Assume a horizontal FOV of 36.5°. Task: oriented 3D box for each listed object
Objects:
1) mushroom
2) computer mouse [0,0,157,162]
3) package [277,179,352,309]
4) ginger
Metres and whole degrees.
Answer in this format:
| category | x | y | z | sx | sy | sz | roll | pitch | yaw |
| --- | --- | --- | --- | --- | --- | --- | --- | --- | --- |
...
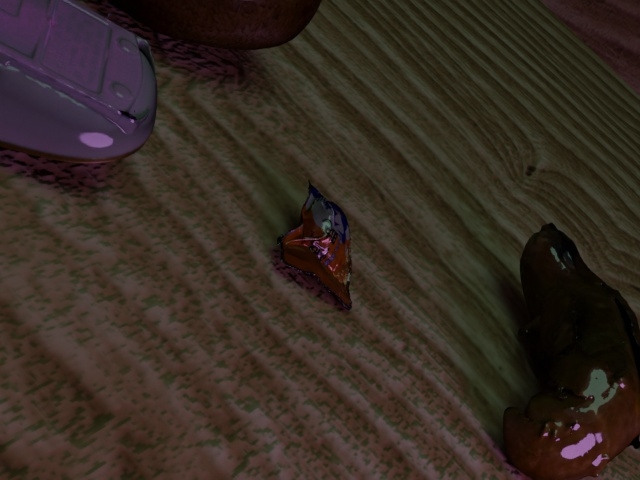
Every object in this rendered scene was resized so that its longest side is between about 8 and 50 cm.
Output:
| category | x | y | z | sx | sy | sz | roll | pitch | yaw |
| --- | --- | --- | --- | --- | --- | --- | --- | --- | --- |
| mushroom | -0.118 | -0.305 | 0.942 | 0.297 | 0.163 | 0.278 | 50 | 29 | 17 |
| computer mouse | -0.252 | -0.150 | 0.647 | 0.310 | 0.072 | 0.158 | 27 | 33 | -26 |
| package | -0.001 | 0.001 | 0.802 | 0.077 | 0.033 | 0.110 | 51 | 33 | -37 |
| ginger | 0.235 | 0.107 | 0.882 | 0.133 | 0.107 | 0.309 | 18 | 30 | 4 |
